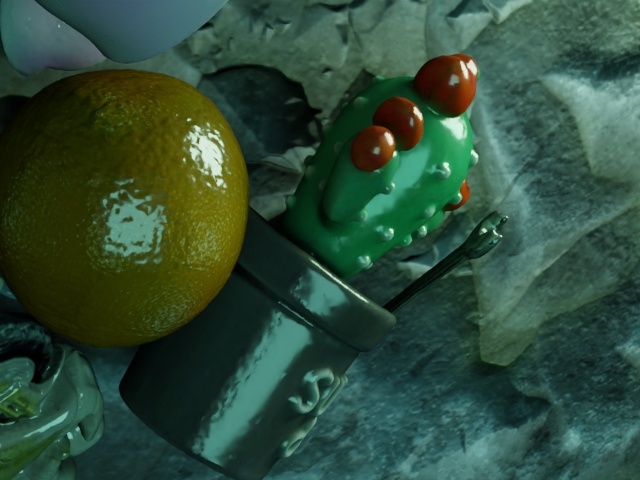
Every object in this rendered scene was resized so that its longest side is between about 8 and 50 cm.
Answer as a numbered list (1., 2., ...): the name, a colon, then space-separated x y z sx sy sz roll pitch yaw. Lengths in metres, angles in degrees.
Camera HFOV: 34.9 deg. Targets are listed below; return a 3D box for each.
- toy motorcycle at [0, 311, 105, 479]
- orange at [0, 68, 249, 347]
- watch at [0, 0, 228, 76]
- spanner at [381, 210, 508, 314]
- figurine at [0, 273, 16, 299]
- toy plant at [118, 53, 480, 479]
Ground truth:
1. toy motorcycle: -0.284 0.184 0.844 0.341 0.108 0.223 -50 155 19
2. orange: -0.145 -0.023 0.732 0.206 0.206 0.206 -14 123 -22
3. watch: -0.143 -0.212 0.636 0.248 0.217 0.211 -49 129 4
4. spanner: 0.088 0.045 0.948 0.015 0.054 0.254 39 137 -7
5. figurine: -0.317 0.023 0.735 0.208 0.128 0.184 -3 142 -41
6. toy plant: 0.006 0.005 0.873 0.400 0.185 0.279 -55 142 0
